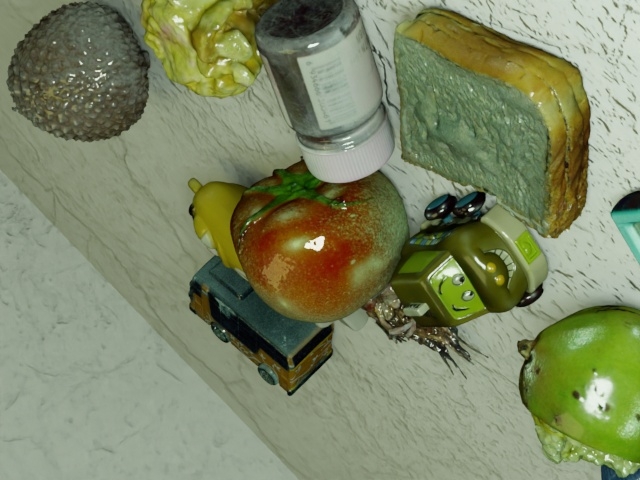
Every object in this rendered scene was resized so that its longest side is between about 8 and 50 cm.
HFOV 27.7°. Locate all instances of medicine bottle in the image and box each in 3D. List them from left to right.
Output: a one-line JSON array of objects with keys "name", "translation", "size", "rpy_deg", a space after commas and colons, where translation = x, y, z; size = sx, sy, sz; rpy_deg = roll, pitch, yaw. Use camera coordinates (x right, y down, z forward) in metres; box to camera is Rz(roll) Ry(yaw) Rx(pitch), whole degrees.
[{"name": "medicine bottle", "translation": [0.012, -0.237, 2.004], "size": [0.165, 0.165, 0.273], "rpy_deg": [26, 148, 41]}]

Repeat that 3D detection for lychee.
[{"name": "lychee", "translation": [-0.475, -0.333, 2.575], "size": [0.300, 0.300, 0.300], "rpy_deg": [39, 155, 22]}]

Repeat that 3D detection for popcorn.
[{"name": "popcorn", "translation": [-0.165, -0.343, 2.090], "size": [0.259, 0.212, 0.259], "rpy_deg": [31, 148, 22]}]

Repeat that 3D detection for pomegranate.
[{"name": "pomegranate", "translation": [0.447, 0.224, 1.882], "size": [0.340, 0.261, 0.260], "rpy_deg": [13, 150, 4]}]

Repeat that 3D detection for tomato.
[{"name": "tomato", "translation": [0.000, 0.000, 2.223], "size": [0.303, 0.303, 0.239], "rpy_deg": [17, 137, 50]}]

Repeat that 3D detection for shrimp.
[{"name": "shrimp", "translation": [0.154, 0.129, 2.374], "size": [0.343, 0.116, 0.145], "rpy_deg": [40, 179, 12]}]

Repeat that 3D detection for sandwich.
[{"name": "sandwich", "translation": [0.234, -0.168, 1.803], "size": [0.301, 0.099, 0.271], "rpy_deg": [32, 151, 35]}]

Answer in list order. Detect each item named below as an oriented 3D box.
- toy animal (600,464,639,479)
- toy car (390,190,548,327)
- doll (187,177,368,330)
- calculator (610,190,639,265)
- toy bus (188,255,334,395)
[{"name": "toy animal", "translation": [0.514, 0.329, 2.005], "size": [0.176, 0.239, 0.255], "rpy_deg": [28, -152, -21]}, {"name": "toy car", "translation": [0.215, 0.056, 2.049], "size": [0.204, 0.198, 0.248], "rpy_deg": [56, 155, -14]}, {"name": "doll", "translation": [-0.079, 0.040, 2.608], "size": [0.423, 0.161, 0.348], "rpy_deg": [32, 169, 50]}, {"name": "calculator", "translation": [0.521, 0.041, 1.673], "size": [0.248, 0.058, 0.274], "rpy_deg": [56, 155, -17]}, {"name": "toy bus", "translation": [-0.133, 0.166, 2.873], "size": [0.323, 0.162, 0.194], "rpy_deg": [39, 154, 18]}]
